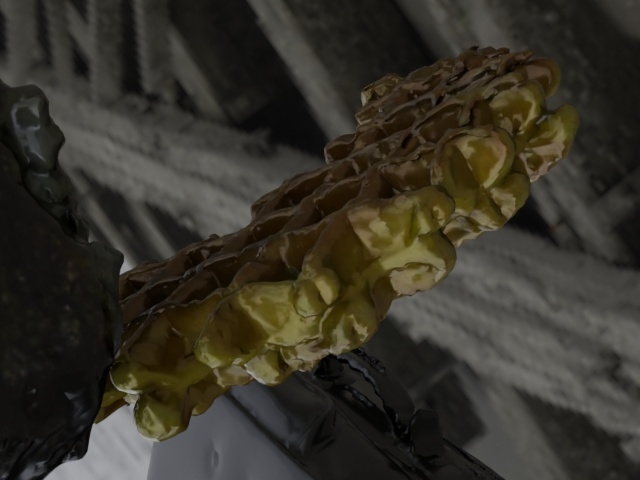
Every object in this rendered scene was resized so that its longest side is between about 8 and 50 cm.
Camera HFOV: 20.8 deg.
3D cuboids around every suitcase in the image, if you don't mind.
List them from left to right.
[{"bbox_3d":[-0.010,0.238,1.083,0.345,0.188,0.339,-147,64,-66],"label":"suitcase"}]

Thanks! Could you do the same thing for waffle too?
[{"bbox_3d":[0.000,0.000,0.864,0.069,0.293,0.260,56,167,-14],"label":"waffle"}]

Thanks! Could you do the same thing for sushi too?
[{"bbox_3d":[-0.224,-0.024,0.757,0.196,0.182,0.343,-38,75,33],"label":"sushi"}]
